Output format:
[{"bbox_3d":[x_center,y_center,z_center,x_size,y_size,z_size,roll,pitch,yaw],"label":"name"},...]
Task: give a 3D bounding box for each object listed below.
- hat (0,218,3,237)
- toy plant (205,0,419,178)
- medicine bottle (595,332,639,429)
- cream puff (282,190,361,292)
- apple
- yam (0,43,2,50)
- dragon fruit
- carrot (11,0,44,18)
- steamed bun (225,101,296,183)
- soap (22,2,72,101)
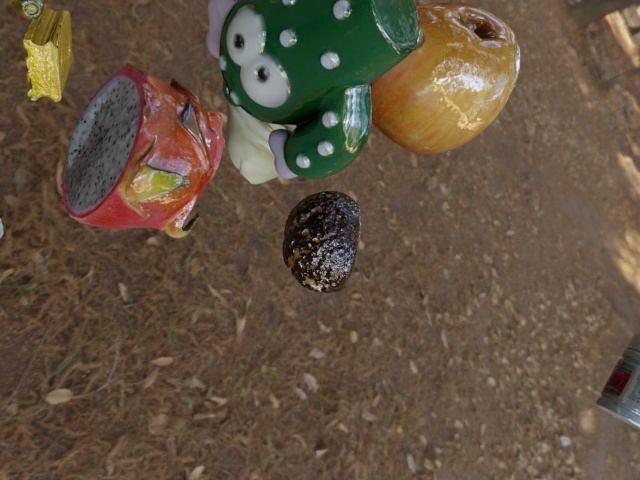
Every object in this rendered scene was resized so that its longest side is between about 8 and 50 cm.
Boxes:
[{"bbox_3d":[-0.592,-0.045,0.983,0.112,0.162,0.093,-35,82,-23],"label":"hat"},{"bbox_3d":[-0.024,-0.185,0.558,0.113,0.243,0.232,-28,77,-43],"label":"toy plant"},{"bbox_3d":[0.345,0.152,0.620,0.058,0.058,0.091,33,86,-39],"label":"medicine bottle"},{"bbox_3d":[0.000,0.000,1.306,0.165,0.239,0.238,10,56,-7],"label":"cream puff"},{"bbox_3d":[0.190,-0.273,0.943,0.242,0.241,0.241,15,57,-24],"label":"apple"},{"bbox_3d":[-0.867,-0.438,1.393,0.133,0.133,0.330,40,30,-33],"label":"yam"},{"bbox_3d":[-0.292,-0.145,0.977,0.189,0.291,0.290,19,57,-47],"label":"dragon fruit"},{"bbox_3d":[-0.833,-0.702,1.623,0.087,0.087,0.193,10,43,-50],"label":"carrot"},{"bbox_3d":[-0.078,-0.280,1.204,0.203,0.289,0.276,61,2,-33],"label":"steamed bun"},{"bbox_3d":[-0.852,-0.594,1.816,0.096,0.204,0.324,1,39,-16],"label":"soap"}]
